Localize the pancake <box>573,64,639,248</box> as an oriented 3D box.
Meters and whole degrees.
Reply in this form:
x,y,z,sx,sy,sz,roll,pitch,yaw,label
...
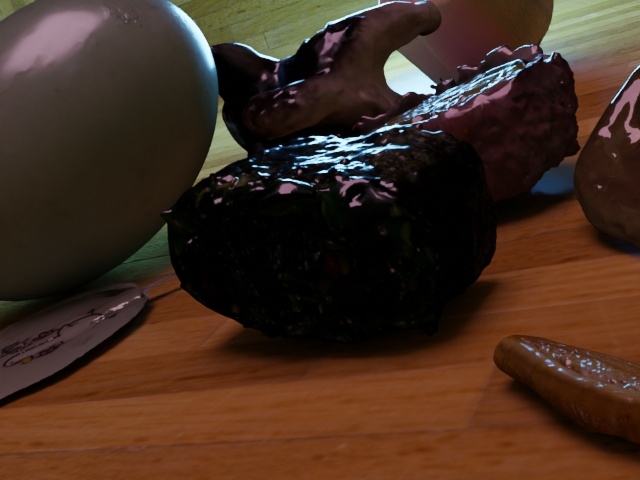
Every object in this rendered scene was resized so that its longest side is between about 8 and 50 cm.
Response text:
x,y,z,sx,sy,sz,roll,pitch,yaw,label
0.263,-0.085,0.537,0.242,0.050,0.242,-34,25,19,pancake

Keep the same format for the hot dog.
x,y,z,sx,sy,sz,roll,pitch,yaw,label
0.123,0.067,0.381,0.044,0.028,0.137,2,8,-27,hot dog

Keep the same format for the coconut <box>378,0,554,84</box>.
x,y,z,sx,sy,sz,roll,pitch,yaw,label
0.220,-0.341,1.266,0.233,0.245,0.233,-27,49,35,coconut

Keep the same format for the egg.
x,y,z,sx,sy,sz,roll,pitch,yaw,label
-0.277,-0.106,0.934,0.389,0.276,0.276,-50,23,-11,egg

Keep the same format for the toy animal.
x,y,z,sx,sy,sz,roll,pitch,yaw,label
-0.018,-0.173,1.053,0.303,0.194,0.344,-23,10,-32,toy animal

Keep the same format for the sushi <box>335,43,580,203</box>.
x,y,z,sx,sy,sz,roll,pitch,yaw,label
0.108,-0.075,0.730,0.241,0.107,0.161,-23,14,17,sushi

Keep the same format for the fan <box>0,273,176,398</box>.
x,y,z,sx,sy,sz,roll,pitch,yaw,label
-0.187,0.062,0.793,0.415,0.012,0.233,-26,18,-11,fan

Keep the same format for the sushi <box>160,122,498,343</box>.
x,y,z,sx,sy,sz,roll,pitch,yaw,label
0.000,0.000,0.578,0.225,0.124,0.127,1,25,37,sushi
